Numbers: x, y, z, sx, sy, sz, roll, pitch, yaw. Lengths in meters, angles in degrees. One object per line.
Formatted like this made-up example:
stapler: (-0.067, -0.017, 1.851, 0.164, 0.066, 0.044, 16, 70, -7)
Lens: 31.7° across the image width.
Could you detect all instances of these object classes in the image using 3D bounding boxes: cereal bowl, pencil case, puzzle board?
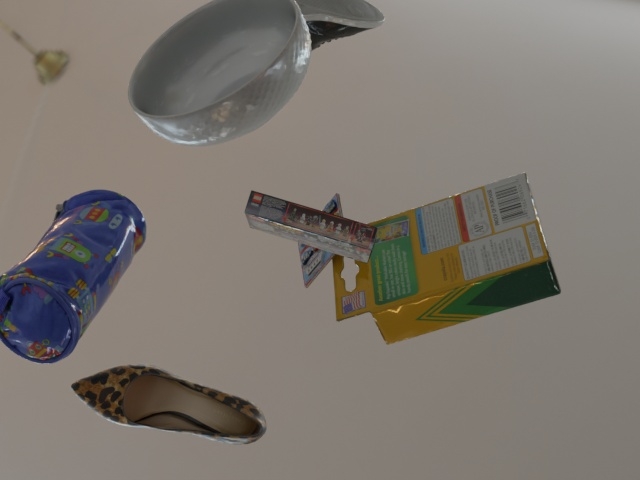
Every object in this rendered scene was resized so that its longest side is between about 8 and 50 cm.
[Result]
cereal bowl: (-0.161, -0.286, 1.988, 0.339, 0.141, 0.339, -18, -138, 17)
pencil case: (-0.333, 0.035, 1.501, 0.119, 0.133, 0.306, -58, -173, 28)
puzzle board: (0.000, 0.000, 1.766, 0.128, 0.011, 0.096, -51, -145, 39)

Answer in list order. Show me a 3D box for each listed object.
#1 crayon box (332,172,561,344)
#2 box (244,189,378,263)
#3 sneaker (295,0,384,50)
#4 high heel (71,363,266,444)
crayon box: (0.183, 0.033, 1.711, 0.323, 0.083, 0.203, -17, -140, 12)
box: (-0.009, -0.013, 1.184, 0.137, 0.094, 0.027, 17, -100, 3)
sneaker: (-0.011, -0.428, 2.331, 0.104, 0.295, 0.147, 57, -39, 34)
high heel: (-0.210, 0.236, 1.615, 0.186, 0.261, 0.093, 4, -100, 56)
